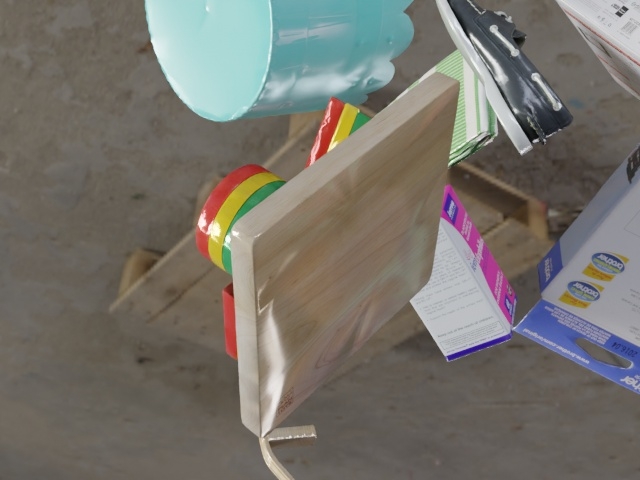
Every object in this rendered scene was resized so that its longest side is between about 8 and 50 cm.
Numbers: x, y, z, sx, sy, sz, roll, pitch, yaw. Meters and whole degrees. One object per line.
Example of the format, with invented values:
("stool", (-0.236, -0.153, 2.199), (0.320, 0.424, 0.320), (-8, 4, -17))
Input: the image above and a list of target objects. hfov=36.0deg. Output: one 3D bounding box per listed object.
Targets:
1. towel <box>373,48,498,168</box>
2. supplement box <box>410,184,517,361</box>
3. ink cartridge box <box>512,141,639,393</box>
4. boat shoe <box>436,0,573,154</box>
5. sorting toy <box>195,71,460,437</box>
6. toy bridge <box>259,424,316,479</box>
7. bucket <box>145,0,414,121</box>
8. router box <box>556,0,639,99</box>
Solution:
("towel", (0.203, -0.210, 1.821), (0.038, 0.247, 0.325), (21, 143, -28))
("supplement box", (0.187, 0.048, 1.440), (0.114, 0.111, 0.220), (-25, 111, 27))
("ink cartridge box", (0.336, 0.004, 0.904), (0.186, 0.065, 0.311), (26, 122, -11))
("boat shoe", (0.253, -0.265, 1.396), (0.091, 0.302, 0.114), (-29, 164, 11))
("sorting toy", (0.000, 0.000, 0.865), (0.089, 0.257, 0.255), (32, 143, 26))
("toy bridge", (-0.037, 0.225, 1.123), (0.063, 0.188, 0.026), (-3, 140, -18))
("bucket", (-0.054, -0.263, 1.071), (0.183, 0.281, 0.281), (-17, 161, -37))
("router box", (0.591, -0.327, 1.768), (0.082, 0.335, 0.301), (-44, 131, 10))
